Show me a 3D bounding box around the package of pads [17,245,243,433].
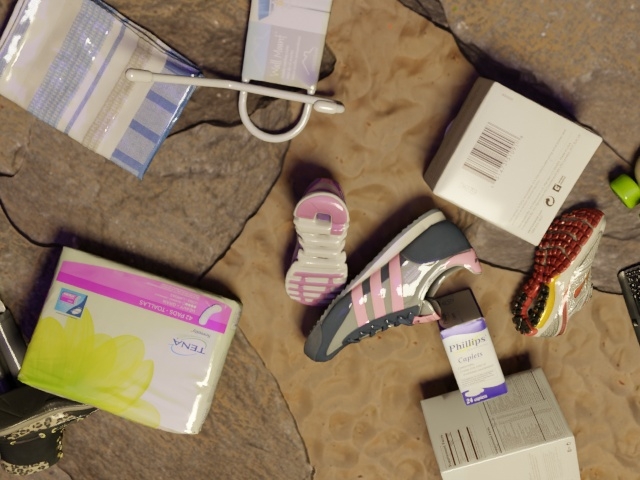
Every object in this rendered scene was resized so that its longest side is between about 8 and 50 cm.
[{"bbox_3d":[-0.296,0.162,1.121,0.297,0.101,0.229,18,84,-3],"label":"package of pads"}]

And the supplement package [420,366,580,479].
[{"bbox_3d":[0.293,0.343,1.147,0.203,0.149,0.194,-17,125,6],"label":"supplement package"}]

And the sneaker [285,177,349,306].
[{"bbox_3d":[0.000,0.000,1.109,0.095,0.104,0.236,7,129,-2],"label":"sneaker"}]

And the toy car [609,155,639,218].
[{"bbox_3d":[0.567,-0.056,1.082,0.155,0.149,0.188,-39,131,15],"label":"toy car"}]

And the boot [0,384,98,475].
[{"bbox_3d":[-0.441,0.303,1.208,0.237,0.085,0.178,-16,142,-27],"label":"boot"}]

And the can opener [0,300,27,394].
[{"bbox_3d":[-0.548,0.153,1.158,0.076,0.095,0.283,-16,105,6],"label":"can opener"}]

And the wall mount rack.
[{"bbox_3d":[-0.098,-0.311,0.994,0.304,0.130,0.349,10,106,-2],"label":"wall mount rack"}]

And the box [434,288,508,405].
[{"bbox_3d":[0.236,0.167,1.132,0.072,0.126,0.137,-20,106,8],"label":"box"}]

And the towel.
[{"bbox_3d":[-0.345,-0.249,1.068,0.285,0.034,0.209,33,105,-9],"label":"towel"}]

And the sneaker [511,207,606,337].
[{"bbox_3d":[0.390,0.053,1.129,0.093,0.088,0.225,16,108,-25],"label":"sneaker"}]

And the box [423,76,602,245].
[{"bbox_3d":[0.276,-0.119,1.050,0.182,0.119,0.180,26,105,-7],"label":"box"}]

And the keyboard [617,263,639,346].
[{"bbox_3d":[0.563,0.122,1.160,0.100,0.038,0.192,-23,106,7],"label":"keyboard"}]

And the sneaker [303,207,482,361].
[{"bbox_3d":[0.110,0.102,1.104,0.319,0.112,0.131,-47,72,15],"label":"sneaker"}]
